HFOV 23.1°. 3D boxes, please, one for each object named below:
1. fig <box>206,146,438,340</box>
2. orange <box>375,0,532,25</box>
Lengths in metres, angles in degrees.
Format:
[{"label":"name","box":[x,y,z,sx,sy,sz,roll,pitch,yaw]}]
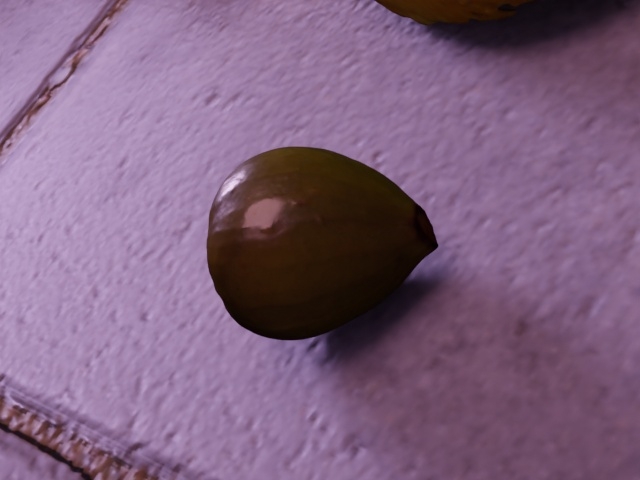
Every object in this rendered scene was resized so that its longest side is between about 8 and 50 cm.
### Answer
[{"label":"fig","box":[0.000,0.000,0.593,0.088,0.074,0.074,-9,45,10]},{"label":"orange","box":[0.125,-0.244,0.660,0.334,0.196,0.262,-23,54,11]}]
